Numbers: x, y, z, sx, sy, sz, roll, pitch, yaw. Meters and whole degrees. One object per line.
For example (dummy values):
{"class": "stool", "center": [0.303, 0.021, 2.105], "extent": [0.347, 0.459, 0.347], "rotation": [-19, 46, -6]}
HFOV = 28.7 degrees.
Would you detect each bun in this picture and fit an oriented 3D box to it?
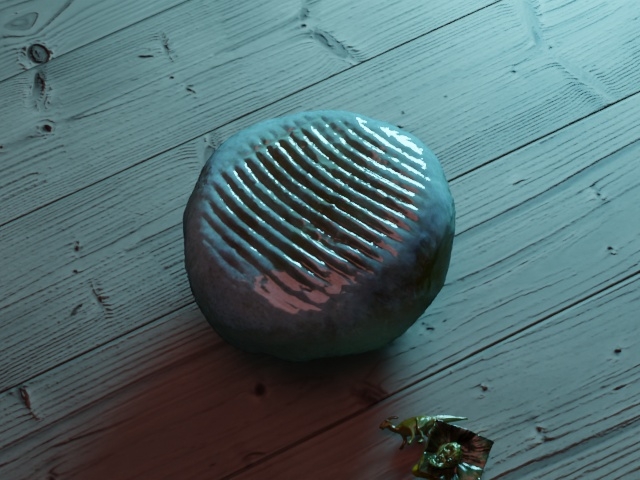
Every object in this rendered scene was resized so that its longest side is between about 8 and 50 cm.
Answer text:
{"class": "bun", "center": [0.000, 0.000, 1.620], "extent": [0.362, 0.211, 0.362], "rotation": [-4, 59, 7]}

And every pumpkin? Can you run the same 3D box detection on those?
{"class": "pumpkin", "center": [0.163, 0.265, 1.533], "extent": [0.083, 0.054, 0.074], "rotation": [20, 68, 4]}

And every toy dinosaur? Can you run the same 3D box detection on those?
{"class": "toy dinosaur", "center": [0.131, 0.239, 1.574], "extent": [0.113, 0.026, 0.041], "rotation": [-2, 64, 2]}
